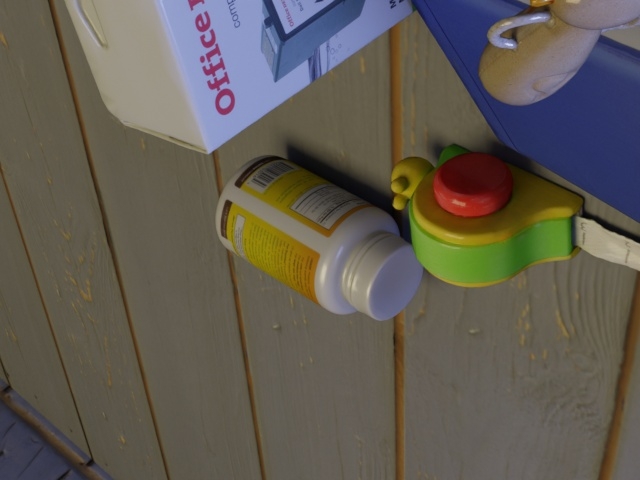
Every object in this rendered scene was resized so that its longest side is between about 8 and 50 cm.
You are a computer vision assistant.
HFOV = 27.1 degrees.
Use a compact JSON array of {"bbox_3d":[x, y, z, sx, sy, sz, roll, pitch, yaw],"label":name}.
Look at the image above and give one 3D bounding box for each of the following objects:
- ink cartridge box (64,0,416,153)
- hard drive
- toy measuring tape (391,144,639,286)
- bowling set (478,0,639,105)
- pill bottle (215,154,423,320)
[{"bbox_3d":[-0.044,-0.229,0.984,0.121,0.289,0.211,22,141,43],"label":"ink cartridge box"},{"bbox_3d":[0.185,-0.095,0.926,0.210,0.040,0.318,52,174,-35],"label":"hard drive"},{"bbox_3d":[0.178,0.010,1.127,0.330,0.121,0.121,30,145,35],"label":"toy measuring tape"},{"bbox_3d":[0.199,-0.175,0.601,0.154,0.287,0.200,132,128,-72],"label":"bowling set"},{"bbox_3d":[0.000,0.000,1.375,0.215,0.117,0.117,30,145,35],"label":"pill bottle"}]
